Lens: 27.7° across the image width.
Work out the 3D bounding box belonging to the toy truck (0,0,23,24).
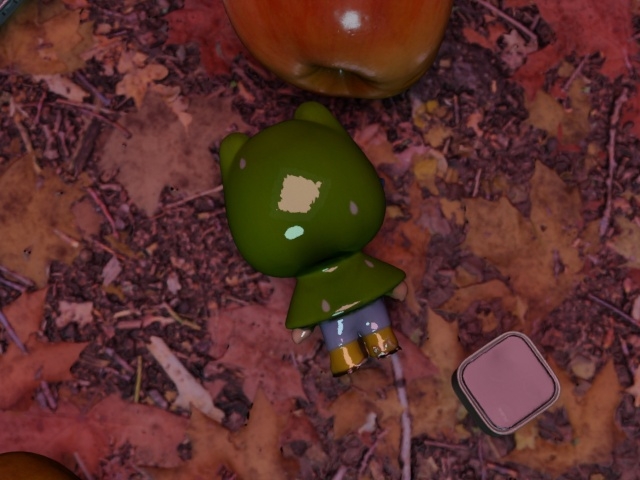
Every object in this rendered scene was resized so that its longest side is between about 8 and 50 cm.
[{"bbox_3d":[-0.412,-0.266,1.351,0.338,0.133,0.184,-42,91,-2],"label":"toy truck"}]

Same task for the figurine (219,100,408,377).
[{"bbox_3d":[0.000,0.000,1.283,0.162,0.143,0.263,-23,90,4],"label":"figurine"}]

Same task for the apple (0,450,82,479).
[{"bbox_3d":[-0.275,0.289,1.215,0.182,0.155,0.182,10,69,-28],"label":"apple"}]

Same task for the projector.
[{"bbox_3d":[0.180,0.141,1.270,0.083,0.082,0.083,-33,80,-4],"label":"projector"}]

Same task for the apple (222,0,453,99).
[{"bbox_3d":[0.016,-0.263,1.277,0.242,0.242,0.241,-5,81,2],"label":"apple"}]
